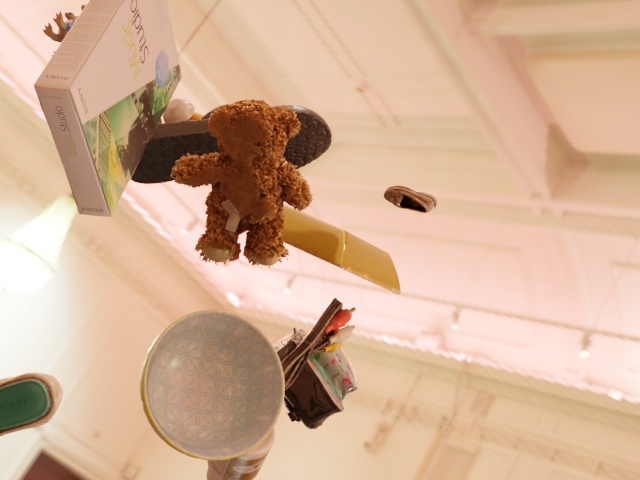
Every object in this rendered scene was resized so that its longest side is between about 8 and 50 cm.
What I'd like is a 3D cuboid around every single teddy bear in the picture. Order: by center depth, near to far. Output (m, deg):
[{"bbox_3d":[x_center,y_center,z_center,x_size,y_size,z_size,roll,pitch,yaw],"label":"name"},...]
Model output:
[{"bbox_3d":[-0.132,-0.098,1.790,0.245,0.113,0.338,-8,-62,10],"label":"teddy bear"}]

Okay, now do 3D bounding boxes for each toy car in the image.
[{"bbox_3d":[-0.335,-0.217,2.278,0.182,0.136,0.159,-20,-50,8],"label":"toy car"}]

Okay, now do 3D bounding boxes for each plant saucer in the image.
[{"bbox_3d":[0.000,0.000,2.260,0.332,0.081,0.333,23,-1,30],"label":"plant saucer"}]

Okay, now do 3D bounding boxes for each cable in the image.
[{"bbox_3d":[-0.004,0.230,2.229,0.072,0.287,0.140,26,-55,16],"label":"cable"}]

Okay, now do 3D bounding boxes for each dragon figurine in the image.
[{"bbox_3d":[-0.571,-0.459,2.412,0.085,0.289,0.144,-38,-25,30],"label":"dragon figurine"}]

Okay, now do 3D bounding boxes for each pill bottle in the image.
[{"bbox_3d":[-0.196,0.503,2.371,0.131,0.131,0.229,30,-44,5],"label":"pill bottle"}]

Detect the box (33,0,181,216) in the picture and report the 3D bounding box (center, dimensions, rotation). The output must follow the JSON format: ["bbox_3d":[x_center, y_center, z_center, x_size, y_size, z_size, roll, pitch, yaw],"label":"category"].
[{"bbox_3d":[-0.288,-0.226,1.429,0.058,0.322,0.232,8,-41,13],"label":"box"}]

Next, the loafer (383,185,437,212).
[{"bbox_3d":[0.182,-0.084,2.104,0.125,0.039,0.045,14,-50,34],"label":"loafer"}]

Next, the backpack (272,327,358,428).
[{"bbox_3d":[-0.025,0.320,2.435,0.225,0.191,0.253,55,-3,0],"label":"backpack"}]

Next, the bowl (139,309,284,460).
[{"bbox_3d":[-0.232,0.291,1.978,0.289,0.289,0.156,37,-29,-14],"label":"bowl"}]

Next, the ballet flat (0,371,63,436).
[{"bbox_3d":[-0.673,0.333,1.913,0.400,0.139,0.139,-13,-31,4],"label":"ballet flat"}]

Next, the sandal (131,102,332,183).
[{"bbox_3d":[-0.185,-0.214,2.012,0.168,0.445,0.107,110,-36,-44],"label":"sandal"}]

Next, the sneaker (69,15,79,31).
[{"bbox_3d":[-0.483,-0.381,2.042,0.073,0.162,0.063,15,-26,-7],"label":"sneaker"}]
